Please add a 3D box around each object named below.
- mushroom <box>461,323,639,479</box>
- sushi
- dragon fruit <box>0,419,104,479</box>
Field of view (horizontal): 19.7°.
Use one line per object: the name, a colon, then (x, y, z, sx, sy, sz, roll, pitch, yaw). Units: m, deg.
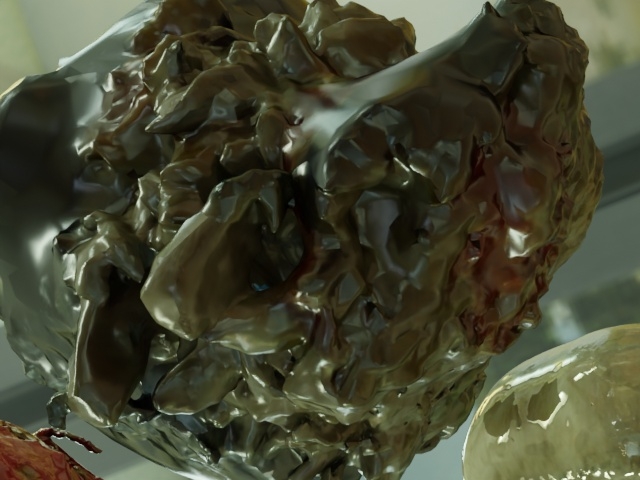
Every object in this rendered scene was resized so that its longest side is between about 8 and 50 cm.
mushroom: (0.238, 0.197, 1.446, 0.260, 0.254, 0.234, 66, -157, -59)
sushi: (0.004, 0.001, 0.732, 0.225, 0.219, 0.238, 44, -121, -45)
dragon fruit: (-0.237, 0.207, 1.183, 0.268, 0.210, 0.205, 51, -130, -68)
